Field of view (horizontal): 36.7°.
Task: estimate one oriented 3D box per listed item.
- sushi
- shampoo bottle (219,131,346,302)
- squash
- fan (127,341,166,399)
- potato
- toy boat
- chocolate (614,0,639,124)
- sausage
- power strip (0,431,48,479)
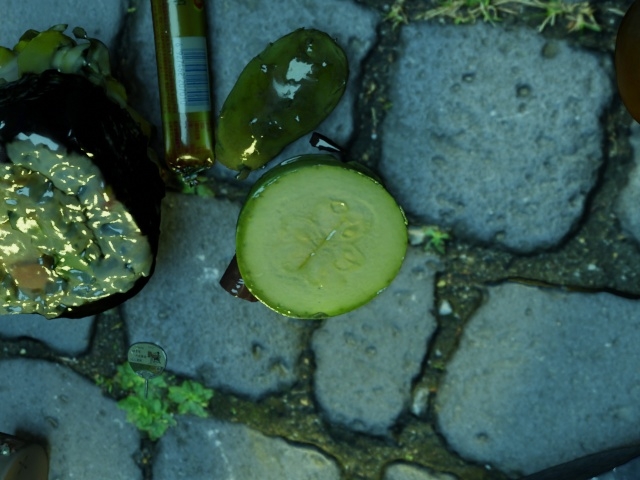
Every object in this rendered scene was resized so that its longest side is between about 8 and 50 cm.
[{"bbox_3d":[-0.348,-0.092,1.239,0.328,0.285,0.329,-21,129,24],"label":"sushi"},{"bbox_3d":[-0.050,-0.030,1.248,0.068,0.067,0.236,28,104,-2],"label":"shampoo bottle"},{"bbox_3d":[0.001,0.002,1.206,0.219,0.041,0.219,-2,113,-5],"label":"squash"},{"bbox_3d":[-0.241,0.179,1.367,0.060,0.003,0.080,-24,90,19],"label":"fan"},{"bbox_3d":[-0.055,-0.173,1.220,0.117,0.090,0.225,45,114,0],"label":"potato"},{"bbox_3d":[0.294,0.319,1.161,0.283,0.127,0.078,-25,83,20],"label":"toy boat"},{"bbox_3d":[0.400,-0.203,1.055,0.176,0.177,0.177,2,98,16],"label":"chocolate"},{"bbox_3d":[-0.180,-0.253,1.254,0.082,0.082,0.371,-2,98,17],"label":"sausage"},{"bbox_3d":[-0.460,0.351,1.378,0.078,0.154,0.154,13,101,14],"label":"power strip"}]
